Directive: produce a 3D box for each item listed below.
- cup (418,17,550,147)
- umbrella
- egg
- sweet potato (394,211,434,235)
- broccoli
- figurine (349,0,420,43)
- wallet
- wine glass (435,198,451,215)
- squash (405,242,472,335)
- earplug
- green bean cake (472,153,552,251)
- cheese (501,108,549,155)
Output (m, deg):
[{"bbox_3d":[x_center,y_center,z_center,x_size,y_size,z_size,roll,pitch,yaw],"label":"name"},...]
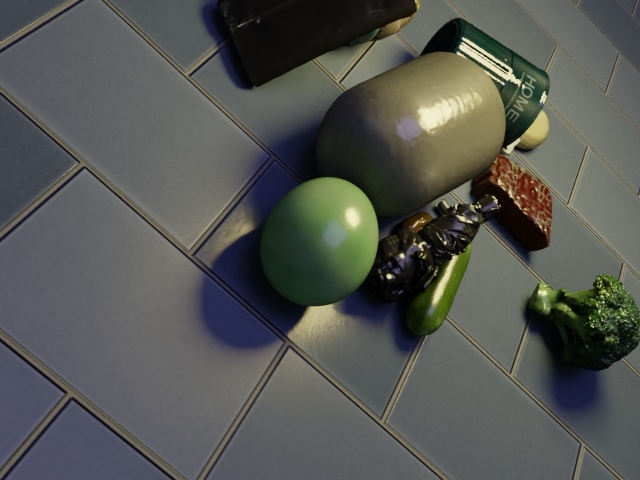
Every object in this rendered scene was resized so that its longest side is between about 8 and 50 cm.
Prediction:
[{"bbox_3d":[0.396,-0.394,1.887,0.292,0.308,0.242,29,20,-19],"label":"cup"},{"bbox_3d":[0.232,0.005,1.536,0.336,0.128,0.154,-40,47,-21],"label":"umbrella"},{"bbox_3d":[0.000,0.000,1.361,0.220,0.220,0.270,37,46,-14],"label":"egg"},{"bbox_3d":[0.208,-0.024,1.638,0.053,0.054,0.182,48,50,8],"label":"sweet potato"},{"bbox_3d":[0.649,0.183,1.736,0.270,0.270,0.270,25,46,16],"label":"broccoli"},{"bbox_3d":[0.103,-0.615,1.687,0.266,0.361,0.378,15,54,17],"label":"figurine"},{"bbox_3d":[-0.011,-0.520,1.572,0.406,0.062,0.228,-24,81,4],"label":"wallet"},{"bbox_3d":[0.321,-0.065,1.750,0.083,0.042,0.039,53,19,3],"label":"wine glass"},{"bbox_3d":[0.278,0.065,1.608,0.101,0.101,0.379,37,51,-14],"label":"squash"},{"bbox_3d":[0.178,-0.213,1.550,0.394,0.312,0.313,-32,87,-40],"label":"earplug"},{"bbox_3d":[0.511,-0.106,1.870,0.232,0.097,0.199,34,51,-17],"label":"green bean cake"},{"bbox_3d":[0.584,-0.306,2.049,0.163,0.071,0.249,33,51,-16],"label":"cheese"}]
